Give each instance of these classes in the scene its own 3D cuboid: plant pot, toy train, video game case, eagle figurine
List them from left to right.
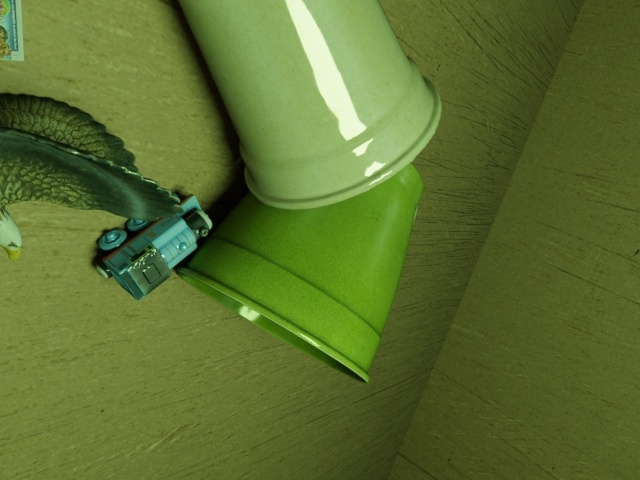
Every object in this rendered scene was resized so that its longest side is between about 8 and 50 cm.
[{"bbox_3d":[-0.374,-0.234,0.516,0.122,0.011,0.087,-16,124,-47],"label":"video game case"},{"bbox_3d":[-0.328,-0.070,0.520,0.298,0.226,0.225,-23,169,-22],"label":"eagle figurine"},{"bbox_3d":[-0.245,0.002,0.761,0.184,0.105,0.080,-42,141,-27],"label":"toy train"},{"bbox_3d":[-0.032,-0.268,0.710,0.334,0.333,0.305,-48,132,-20],"label":"plant pot"},{"bbox_3d":[0.000,0.000,0.885,0.353,0.366,0.366,-60,146,-15],"label":"plant pot"}]

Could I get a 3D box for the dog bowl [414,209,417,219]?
[{"bbox_3d":[0.108,-0.054,1.190,0.348,0.102,0.349,-31,136,-36],"label":"dog bowl"}]
